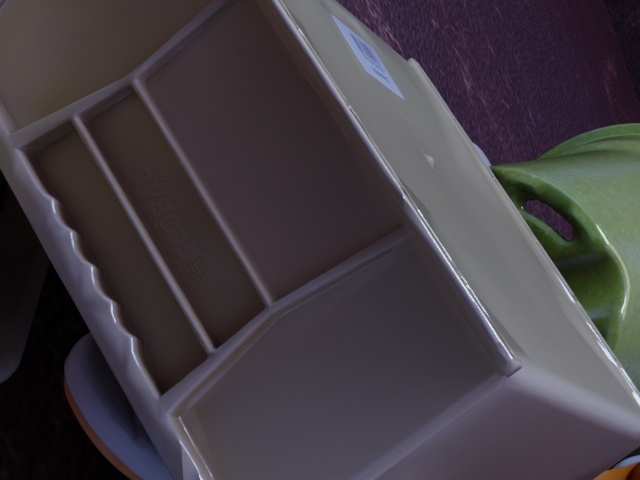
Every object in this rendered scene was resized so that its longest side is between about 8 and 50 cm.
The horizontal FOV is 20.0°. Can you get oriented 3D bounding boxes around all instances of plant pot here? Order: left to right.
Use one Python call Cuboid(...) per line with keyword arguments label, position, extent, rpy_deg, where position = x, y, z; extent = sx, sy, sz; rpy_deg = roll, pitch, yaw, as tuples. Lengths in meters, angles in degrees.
Cuboid(label="plant pot", position=(0.169, 0.045, 1.248), extent=(0.254, 0.276, 0.276), rpy_deg=(4, 64, -58))

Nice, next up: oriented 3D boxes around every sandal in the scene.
Cuboid(label="sandal", position=(-0.050, 0.099, 0.759), extent=(0.102, 0.076, 0.265), rpy_deg=(58, 12, 27))

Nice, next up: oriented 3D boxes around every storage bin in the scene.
Cuboid(label="storage bin", position=(0.000, 0.000, 0.746), extent=(0.260, 0.123, 0.262), rpy_deg=(58, 13, 21))

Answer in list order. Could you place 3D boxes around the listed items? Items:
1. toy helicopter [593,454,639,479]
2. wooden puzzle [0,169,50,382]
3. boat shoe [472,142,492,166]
Cuboid(label="toy helicopter", position=(0.129, 0.207, 0.960), extent=(0.140, 0.235, 0.355), rpy_deg=(42, 28, 19))
Cuboid(label="wooden puzzle", position=(-0.167, -0.091, 0.695), extent=(0.238, 0.044, 0.221), rpy_deg=(58, 19, -28))
Cuboid(label="boat shoe", position=(0.147, 0.021, 1.476), extent=(0.228, 0.081, 0.068), rpy_deg=(51, 24, -24))
